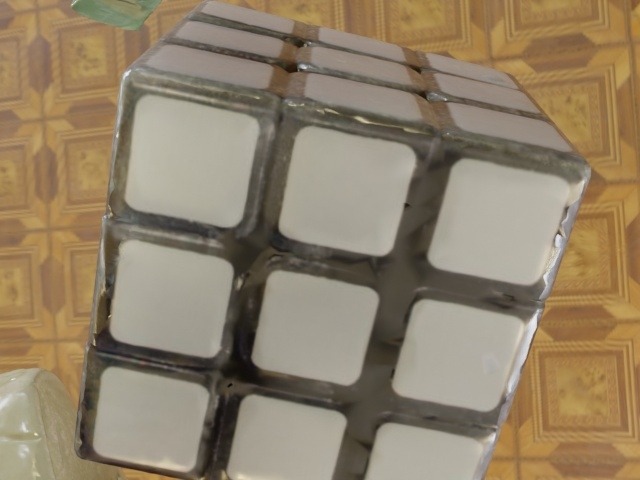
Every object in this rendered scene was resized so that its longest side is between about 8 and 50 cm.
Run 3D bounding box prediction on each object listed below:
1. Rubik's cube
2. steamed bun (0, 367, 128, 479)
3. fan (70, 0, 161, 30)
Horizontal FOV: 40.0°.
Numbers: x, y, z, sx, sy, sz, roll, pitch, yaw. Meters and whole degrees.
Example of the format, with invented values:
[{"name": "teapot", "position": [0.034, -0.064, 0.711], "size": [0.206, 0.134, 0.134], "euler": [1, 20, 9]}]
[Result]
[{"name": "Rubik's cube", "position": [0.000, 0.000, 0.709], "size": [0.304, 0.305, 0.301], "euler": [11, 112, -4]}, {"name": "steamed bun", "position": [-0.304, 0.335, 0.875], "size": [0.247, 0.236, 0.383], "euler": [-22, 97, -3]}, {"name": "fan", "position": [-0.069, -0.120, 0.384], "size": [0.193, 0.038, 0.016], "euler": [2, 78, 61]}]
